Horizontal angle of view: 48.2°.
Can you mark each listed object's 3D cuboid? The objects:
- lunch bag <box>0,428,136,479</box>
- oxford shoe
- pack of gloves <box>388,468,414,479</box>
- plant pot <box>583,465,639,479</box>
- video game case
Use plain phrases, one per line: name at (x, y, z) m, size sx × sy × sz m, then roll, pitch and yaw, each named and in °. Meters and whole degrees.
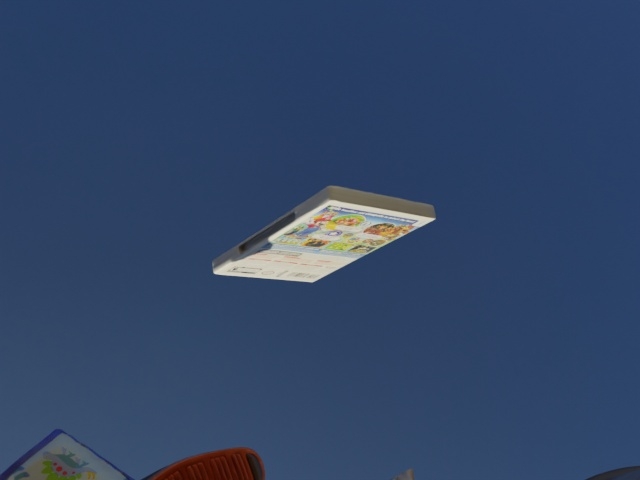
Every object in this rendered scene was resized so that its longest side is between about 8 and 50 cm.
lunch bag at (-0.170, 0.216, 0.459) m, size 0.129 × 0.096 × 0.151 m, roll 28°, pitch -113°, yaw 16°
oxford shoe at (-0.253, 0.398, 1.048) m, size 0.364 × 0.133 × 0.130 m, roll -17°, pitch -88°, yaw -32°
pack of gloves at (0.082, 0.452, 0.947) m, size 0.046 × 0.195 × 0.232 m, roll 28°, pitch -143°, yaw -27°
plant pot at (0.315, 0.311, 0.573) m, size 0.323 × 0.280 × 0.323 m, roll -6°, pitch -126°, yaw 8°
video game case at (0.000, 0.000, 0.454) m, size 0.087 × 0.122 × 0.011 m, roll 8°, pitch -116°, yaw -40°
